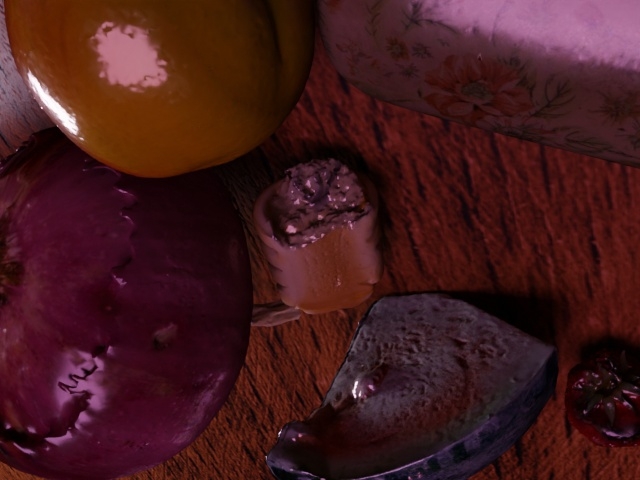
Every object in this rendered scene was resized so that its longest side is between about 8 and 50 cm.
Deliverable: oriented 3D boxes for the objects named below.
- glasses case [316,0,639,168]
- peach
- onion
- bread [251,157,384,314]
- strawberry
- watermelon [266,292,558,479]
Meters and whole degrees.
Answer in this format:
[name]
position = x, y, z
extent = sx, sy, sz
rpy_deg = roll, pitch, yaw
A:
[glasses case]
position = 0.201, -0.126, 0.505
extent = 0.425, 0.098, 0.156
rpy_deg = 17, 142, 13
[peach]
position = -0.115, -0.158, 0.561
extent = 0.231, 0.231, 0.231
rpy_deg = 16, 140, 14
[onion]
position = -0.221, 0.069, 0.793
extent = 0.358, 0.358, 0.345
rpy_deg = 7, 154, 24
[bread]
position = 0.000, 0.000, 0.761
extent = 0.119, 0.084, 0.177
rpy_deg = -14, 136, -4
[strawberry]
position = 0.296, 0.161, 0.778
extent = 0.106, 0.106, 0.106
rpy_deg = 16, 140, 14
[watermelon]
position = 0.107, 0.143, 0.793
extent = 0.320, 0.213, 0.289
rpy_deg = -3, 155, -39
